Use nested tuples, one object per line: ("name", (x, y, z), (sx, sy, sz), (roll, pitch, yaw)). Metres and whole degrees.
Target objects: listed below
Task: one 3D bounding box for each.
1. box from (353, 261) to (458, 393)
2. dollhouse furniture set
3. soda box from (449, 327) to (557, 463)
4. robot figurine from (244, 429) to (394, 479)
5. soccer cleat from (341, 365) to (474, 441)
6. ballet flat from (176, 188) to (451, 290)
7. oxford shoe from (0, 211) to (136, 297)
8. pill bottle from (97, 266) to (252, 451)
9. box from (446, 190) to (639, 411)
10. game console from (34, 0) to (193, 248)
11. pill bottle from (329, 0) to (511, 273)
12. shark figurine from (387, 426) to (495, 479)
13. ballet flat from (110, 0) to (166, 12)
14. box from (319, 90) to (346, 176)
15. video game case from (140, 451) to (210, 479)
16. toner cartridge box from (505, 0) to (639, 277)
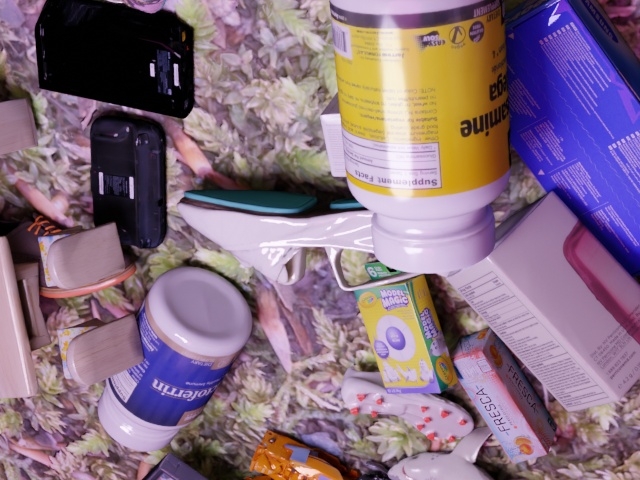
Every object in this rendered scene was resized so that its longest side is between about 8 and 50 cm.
("box", (0.109, 0.114, 1.946), (0.105, 0.043, 0.179), (-9, 101, 48))
("dollhouse furniture set", (-0.485, 0.028, 1.953), (0.362, 0.256, 0.394), (-6, 98, 31))
("soda box", (0.245, 0.208, 1.975), (0.058, 0.063, 0.183), (-21, 111, 33))
("robot figurine", (0.021, 0.406, 2.179), (0.291, 0.085, 0.211), (26, 128, 5))
("soccer cleat", (0.122, 0.221, 2.036), (0.196, 0.076, 0.068), (18, 125, -14))
("ballet flat", (0.000, 0.000, 1.886), (0.400, 0.139, 0.139), (1, 121, 18))
("oxford shoe", (-0.390, 0.017, 2.092), (0.271, 0.097, 0.098), (3, 116, 20))
("pill bottle", (-0.214, 0.174, 2.083), (0.153, 0.153, 0.264), (33, 128, 0))
("box", (0.289, 0.077, 1.769), (0.232, 0.127, 0.148), (48, 161, -2))
("game console", (-0.274, -0.148, 1.971), (0.213, 0.044, 0.361), (14, 125, 15))
("pill bottle", (0.116, -0.142, 1.630), (0.188, 0.188, 0.334), (3, 116, 20))
("shark figurine", (0.235, 0.381, 2.052), (0.166, 0.278, 0.116), (-42, 143, 7))
("ballet flat", (-0.292, -0.345, 1.839), (0.221, 0.077, 0.079), (28, 147, 3))
("box", (0.067, -0.138, 1.801), (0.102, 0.101, 0.087), (1, 121, 21))
("video game case", (-0.165, 0.432, 2.232), (0.248, 0.035, 0.275), (36, 153, -3))
("toner cartridge box", (0.323, -0.126, 1.722), (0.165, 0.075, 0.348), (-28, 107, 33))
